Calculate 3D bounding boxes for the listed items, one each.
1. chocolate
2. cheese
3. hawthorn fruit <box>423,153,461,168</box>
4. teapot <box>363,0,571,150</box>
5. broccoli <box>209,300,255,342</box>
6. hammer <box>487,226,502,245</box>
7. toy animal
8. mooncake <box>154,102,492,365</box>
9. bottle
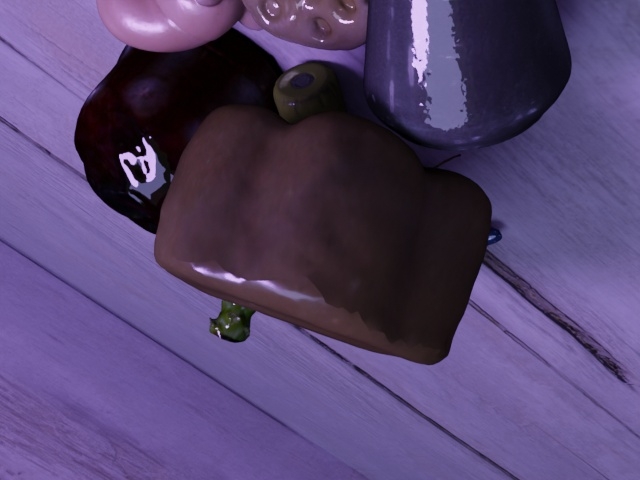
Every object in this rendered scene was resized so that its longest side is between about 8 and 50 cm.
[{"bbox_3d":[-0.254,-0.170,1.206,0.383,0.331,0.384,20,150,12],"label":"chocolate"},{"bbox_3d":[-0.009,-0.366,0.896,0.235,0.117,0.218,33,149,-4],"label":"cheese"},{"bbox_3d":[0.165,-0.075,1.182,0.162,0.163,0.203,21,134,15],"label":"hawthorn fruit"},{"bbox_3d":[0.173,-0.300,0.745,0.300,0.253,0.344,-14,134,5],"label":"teapot"},{"bbox_3d":[-0.158,0.089,1.585,0.297,0.297,0.297,22,-175,-2],"label":"broccoli"},{"bbox_3d":[0.279,0.016,1.299,0.116,0.069,0.194,39,144,-15],"label":"hammer"},{"bbox_3d":[-0.227,-0.369,1.021,0.250,0.166,0.154,3,113,25],"label":"toy animal"},{"bbox_3d":[0.000,0.000,0.962,0.467,0.262,0.467,16,171,3],"label":"mooncake"},{"bbox_3d":[0.003,-0.182,1.178,0.112,0.112,0.260,13,147,27],"label":"bottle"}]
